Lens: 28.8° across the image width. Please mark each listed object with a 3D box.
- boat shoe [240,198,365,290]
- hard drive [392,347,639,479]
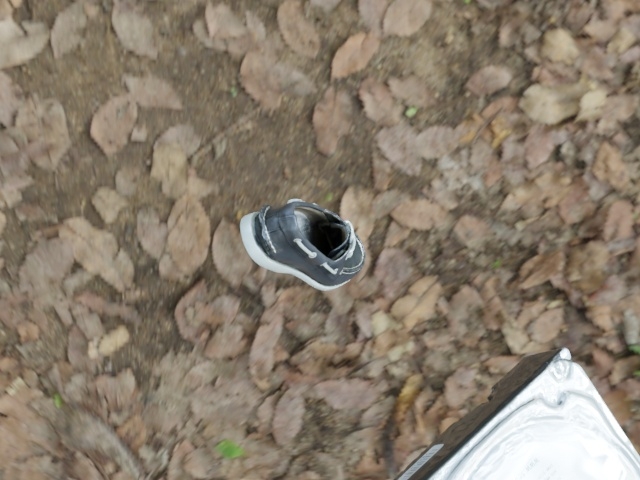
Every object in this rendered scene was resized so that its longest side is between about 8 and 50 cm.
[{"bbox_3d":[0.000,0.000,0.758,0.038,0.125,0.046,-22,68,26],"label":"boat shoe"},{"bbox_3d":[0.202,0.288,0.991,0.237,0.064,0.339,-36,96,-31],"label":"hard drive"}]
